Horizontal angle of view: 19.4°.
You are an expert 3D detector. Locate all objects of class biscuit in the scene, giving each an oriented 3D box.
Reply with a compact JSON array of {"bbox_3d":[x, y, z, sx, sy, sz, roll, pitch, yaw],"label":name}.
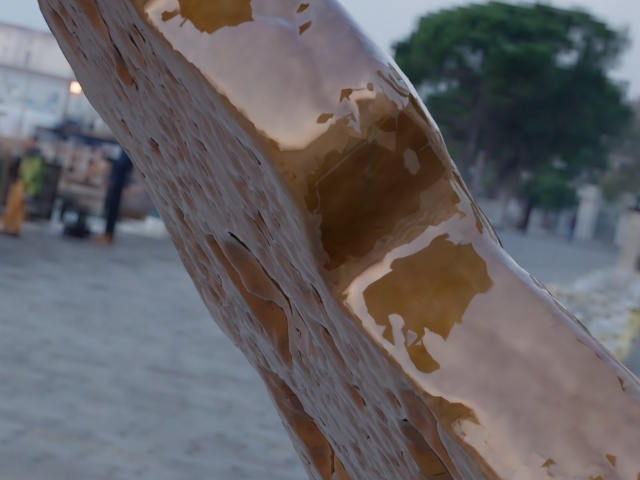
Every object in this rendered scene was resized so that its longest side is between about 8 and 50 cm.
[{"bbox_3d":[0.000,0.000,0.448,0.043,0.306,0.284,-32,-2,-10],"label":"biscuit"}]
